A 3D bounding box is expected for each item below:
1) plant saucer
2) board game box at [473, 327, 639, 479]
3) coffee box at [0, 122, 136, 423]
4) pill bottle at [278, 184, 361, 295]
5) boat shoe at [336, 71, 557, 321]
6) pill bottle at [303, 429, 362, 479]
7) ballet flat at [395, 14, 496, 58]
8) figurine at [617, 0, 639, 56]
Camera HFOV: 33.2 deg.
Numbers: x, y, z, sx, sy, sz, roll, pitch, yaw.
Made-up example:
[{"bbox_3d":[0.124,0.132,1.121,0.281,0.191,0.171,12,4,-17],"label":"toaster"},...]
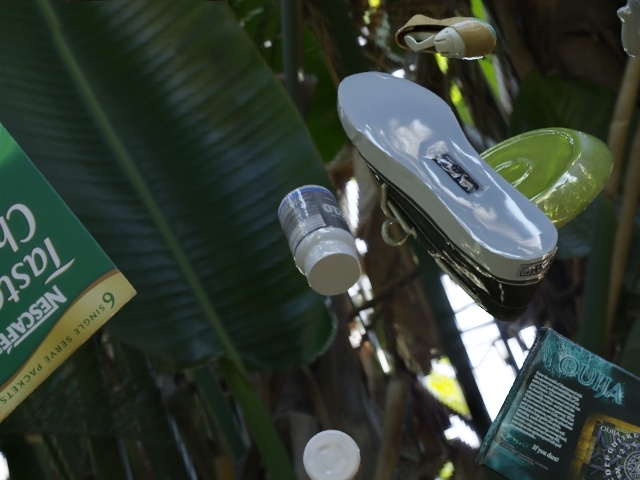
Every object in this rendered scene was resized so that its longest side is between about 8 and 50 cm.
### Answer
[{"bbox_3d":[0.230,-0.066,1.289,0.241,0.241,0.037,-27,-67,14],"label":"plant saucer"},{"bbox_3d":[0.235,0.169,0.877,0.126,0.186,0.026,-61,3,-7],"label":"board game box"},{"bbox_3d":[-0.191,-0.006,0.547,0.113,0.184,0.040,-45,19,-32],"label":"coffee box"},{"bbox_3d":[0.000,0.000,1.304,0.078,0.137,0.078,-9,-51,-12],"label":"pill bottle"},{"bbox_3d":[0.109,-0.047,1.036,0.113,0.306,0.105,-21,-39,-30],"label":"boat shoe"},{"bbox_3d":[0.016,0.273,1.287,0.067,0.067,0.120,-18,-24,-4],"label":"pill bottle"},{"bbox_3d":[0.214,-0.348,1.880,0.073,0.232,0.080,-31,-65,-20],"label":"ballet flat"},{"bbox_3d":[0.424,-0.340,1.229,0.215,0.092,0.209,-24,-72,8],"label":"figurine"}]
